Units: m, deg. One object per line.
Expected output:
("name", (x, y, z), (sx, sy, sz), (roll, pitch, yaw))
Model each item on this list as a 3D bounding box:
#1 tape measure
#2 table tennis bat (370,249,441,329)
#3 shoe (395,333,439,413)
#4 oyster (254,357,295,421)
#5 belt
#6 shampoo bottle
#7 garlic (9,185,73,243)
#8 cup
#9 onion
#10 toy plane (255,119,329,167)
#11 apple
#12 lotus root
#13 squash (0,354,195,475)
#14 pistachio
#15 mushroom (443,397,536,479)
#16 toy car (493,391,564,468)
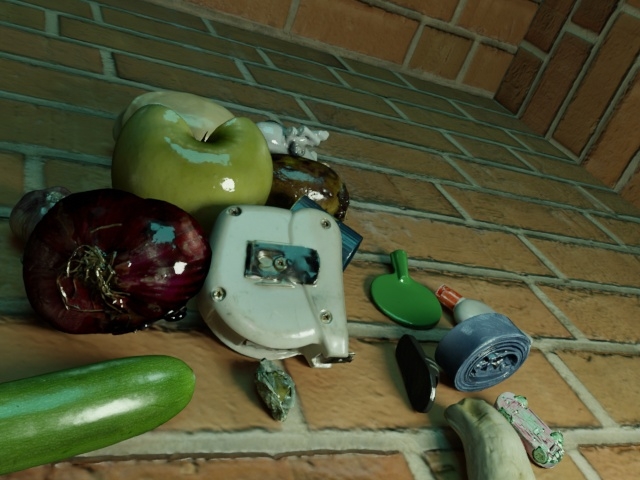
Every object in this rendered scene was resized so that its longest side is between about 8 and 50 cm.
("tape measure", (-0.069, 0.072, 1.097), (0.265, 0.130, 0.258), (6, 67, -19))
("table tennis bat", (0.180, 0.102, 1.436), (0.161, 0.039, 0.257), (17, 33, -10))
("shoe", (0.182, 0.232, 1.166), (0.049, 0.071, 0.179), (18, 23, -18))
("oyster", (-0.070, 0.229, 1.026), (0.098, 0.037, 0.100), (50, 12, 11))
("belt", (0.305, 0.208, 1.218), (0.190, 0.141, 0.082), (4, 33, -37))
("shampoo bottle", (0.341, 0.171, 1.411), (0.221, 0.051, 0.108), (37, 33, 26))
("garlic", (-0.449, -0.035, 1.130), (0.147, 0.102, 0.159), (4, 33, -35))
("cup", (0.000, 0.000, 1.407), (0.155, 0.131, 0.176), (32, 3, 9))
("onion", (-0.289, 0.028, 0.973), (0.281, 0.221, 0.281), (-12, 5, 1))
("toy plane", (-0.085, -0.225, 1.658), (0.245, 0.244, 0.117), (14, 62, -16))
("apple", (-0.238, -0.099, 1.231), (0.295, 0.257, 0.233), (9, 44, -22))
("lotus root", (-0.063, -0.125, 1.543), (0.314, 0.141, 0.169), (14, 26, -14))
("squash", (-0.309, 0.208, 0.792), (0.395, 0.107, 0.107), (-4, 37, -44))
("pistachio", (-0.313, -0.245, 1.524), (0.299, 0.187, 0.187), (12, 29, -28))
("mushroom", (0.254, 0.360, 0.960), (0.123, 0.095, 0.351), (4, 26, 1))
("toy car", (0.353, 0.326, 1.136), (0.069, 0.055, 0.142), (-21, 60, -43))
